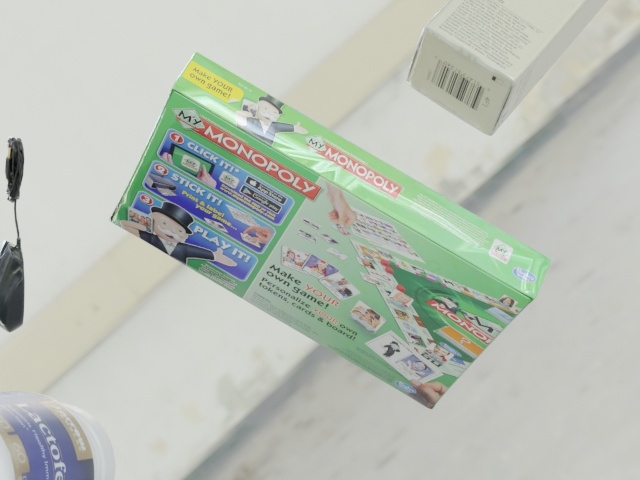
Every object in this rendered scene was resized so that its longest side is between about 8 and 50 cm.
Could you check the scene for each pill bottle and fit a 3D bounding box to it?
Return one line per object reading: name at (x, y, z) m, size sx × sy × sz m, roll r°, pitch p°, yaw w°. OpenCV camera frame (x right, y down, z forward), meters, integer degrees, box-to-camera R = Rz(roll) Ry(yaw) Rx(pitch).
pill bottle at (-0.292, 0.212, 1.643) m, size 0.153 × 0.153 × 0.264 m, roll -39°, pitch -12°, yaw 11°

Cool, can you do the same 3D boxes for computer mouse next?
computer mouse at (-0.371, -0.006, 2.156) m, size 0.041 × 0.242 × 0.071 m, roll -1°, pitch 16°, yaw -14°

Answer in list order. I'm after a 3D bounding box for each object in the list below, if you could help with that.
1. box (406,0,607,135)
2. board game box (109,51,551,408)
box at (0.209, -0.237, 1.859) m, size 0.275 × 0.113 × 0.094 m, roll -46°, pitch -15°, yaw -34°
board game box at (0.000, 0.000, 1.467) m, size 0.046 × 0.317 × 0.213 m, roll -61°, pitch 4°, yaw -35°
